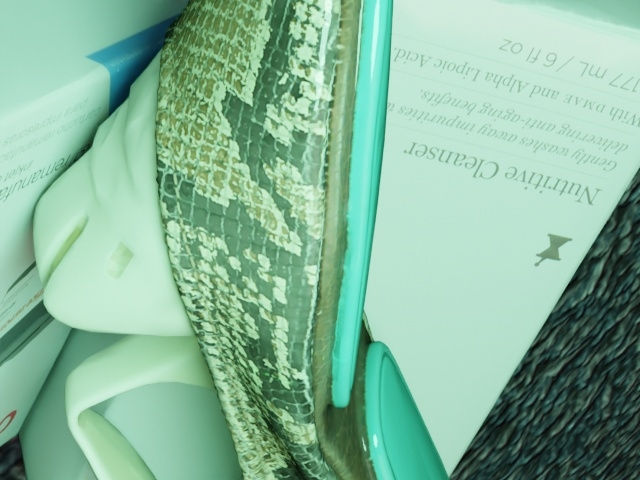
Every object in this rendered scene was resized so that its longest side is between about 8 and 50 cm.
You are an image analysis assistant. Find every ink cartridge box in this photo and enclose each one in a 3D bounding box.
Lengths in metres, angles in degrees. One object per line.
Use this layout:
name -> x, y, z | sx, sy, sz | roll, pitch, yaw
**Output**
ink cartridge box -> -0.199, 0.000, 0.949 | 0.223, 0.129, 0.307 | -37, 161, -56

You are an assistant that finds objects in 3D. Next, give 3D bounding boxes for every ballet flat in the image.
ballet flat -> -0.033, 0.051, 0.903 | 0.182, 0.164, 0.483 | -3, 131, 7

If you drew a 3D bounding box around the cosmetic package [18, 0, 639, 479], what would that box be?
cosmetic package -> 0.000, 0.000, 1.059 | 0.217, 0.156, 0.385 | 11, 121, -25
